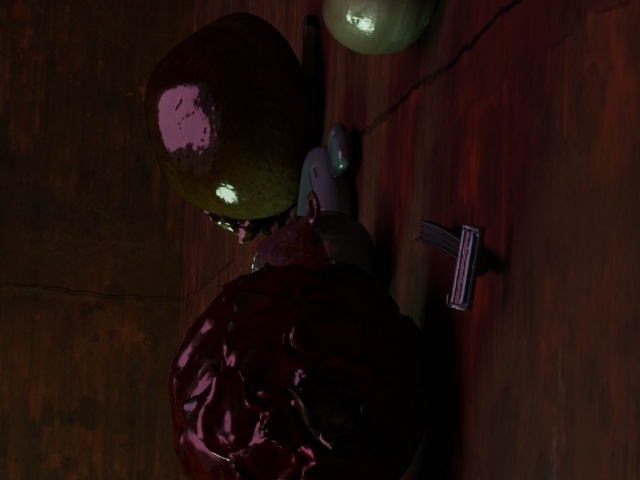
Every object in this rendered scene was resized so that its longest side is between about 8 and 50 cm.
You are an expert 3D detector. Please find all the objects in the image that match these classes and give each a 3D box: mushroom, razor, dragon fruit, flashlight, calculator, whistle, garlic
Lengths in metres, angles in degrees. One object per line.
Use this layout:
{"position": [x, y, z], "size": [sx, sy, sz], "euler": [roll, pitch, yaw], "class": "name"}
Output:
{"position": [-0.114, -0.133, 2.388], "size": [0.263, 0.195, 0.283], "euler": [1, 115, 44], "class": "mushroom"}
{"position": [0.111, 0.008, 1.539], "size": [0.191, 0.037, 0.068], "euler": [-128, 47, -79], "class": "razor"}
{"position": [-0.012, 0.136, 1.664], "size": [0.299, 0.244, 0.244], "euler": [-81, 1, -58], "class": "dragon fruit"}
{"position": [-0.013, -0.243, 2.382], "size": [0.018, 0.018, 0.083], "euler": [129, 144, -76], "class": "flashlight"}
{"position": [0.000, 0.000, 2.156], "size": [0.185, 0.041, 0.299], "euler": [-101, 16, -55], "class": "calculator"}
{"position": [-0.004, 0.104, 1.938], "size": [0.142, 0.134, 0.346], "euler": [27, 129, 39], "class": "whistle"}
{"position": [0.058, -0.238, 1.789], "size": [0.128, 0.148, 0.266], "euler": [54, 156, 8], "class": "garlic"}
